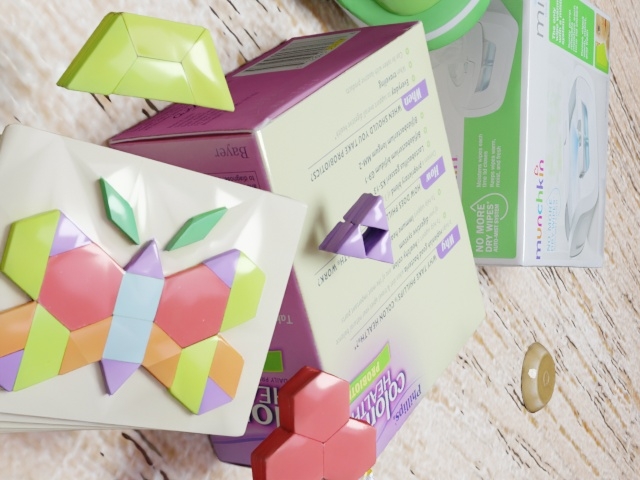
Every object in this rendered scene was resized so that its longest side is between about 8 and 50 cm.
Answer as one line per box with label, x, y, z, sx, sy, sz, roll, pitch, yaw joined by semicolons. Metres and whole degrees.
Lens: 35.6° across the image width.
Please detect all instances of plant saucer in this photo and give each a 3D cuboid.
plant saucer;0.258;0.161;1.167;0.083;0.015;0.083;-2;93;-56

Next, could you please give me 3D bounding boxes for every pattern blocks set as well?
pattern blocks set;-0.097;0.032;0.499;0.325;0.026;0.285;-4;104;-32

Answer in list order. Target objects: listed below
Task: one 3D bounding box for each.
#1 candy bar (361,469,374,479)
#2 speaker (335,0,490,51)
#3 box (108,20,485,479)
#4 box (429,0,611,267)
candy bar;0.042;0.262;0.843;0.040;0.018;0.161;-24;109;-54
speaker;0.019;-0.254;0.705;0.296;0.131;0.131;36;61;-51
box;0.000;0.000;0.688;0.213;0.117;0.243;-42;123;-48
box;0.179;-0.105;0.951;0.231;0.127;0.262;4;88;-58
